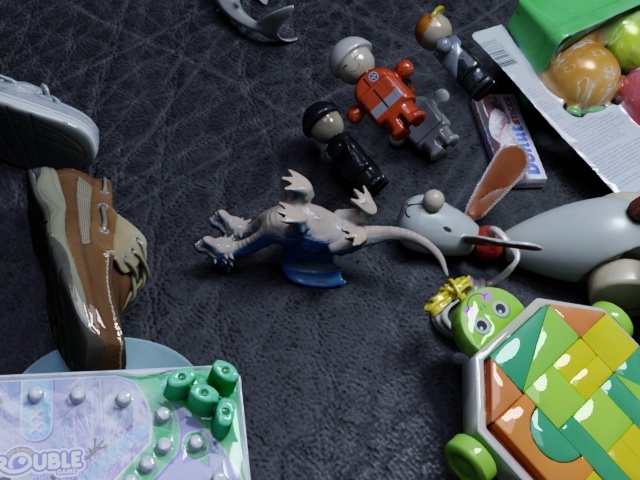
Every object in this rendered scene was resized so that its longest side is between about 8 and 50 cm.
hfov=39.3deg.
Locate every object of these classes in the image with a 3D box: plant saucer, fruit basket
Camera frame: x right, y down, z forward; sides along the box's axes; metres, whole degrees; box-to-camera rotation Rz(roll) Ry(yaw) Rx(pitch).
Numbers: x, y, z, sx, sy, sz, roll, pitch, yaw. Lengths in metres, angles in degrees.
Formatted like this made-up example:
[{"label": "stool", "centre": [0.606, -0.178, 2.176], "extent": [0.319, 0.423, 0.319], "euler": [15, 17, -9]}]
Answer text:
[{"label": "plant saucer", "centre": [-0.217, 0.172, 0.924], "extent": [0.195, 0.037, 0.195], "euler": [4, 31, -2]}, {"label": "fruit basket", "centre": [0.439, -0.223, 1.309], "extent": [0.327, 0.165, 0.353], "euler": [-28, 73, -26]}]

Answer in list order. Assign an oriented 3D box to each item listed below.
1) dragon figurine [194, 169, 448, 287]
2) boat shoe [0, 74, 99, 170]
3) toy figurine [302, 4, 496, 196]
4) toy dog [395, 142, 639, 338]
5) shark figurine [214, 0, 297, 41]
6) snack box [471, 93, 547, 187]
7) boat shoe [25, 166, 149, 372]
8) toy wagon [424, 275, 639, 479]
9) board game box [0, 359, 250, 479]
[{"label": "dragon figurine", "centre": [0.000, 0.000, 1.076], "extent": [0.289, 0.144, 0.085], "euler": [12, 58, -12]}, {"label": "boat shoe", "centre": [-0.427, -0.180, 1.178], "extent": [0.321, 0.118, 0.103], "euler": [15, 54, 16]}, {"label": "toy figurine", "centre": [0.097, -0.184, 1.169], "extent": [0.210, 0.213, 0.148], "euler": [-30, 72, -27]}, {"label": "toy dog", "centre": [0.274, -0.020, 1.080], "extent": [0.334, 0.161, 0.220], "euler": [-7, 50, -12]}, {"label": "shark figurine", "centre": [-0.133, -0.416, 1.414], "extent": [0.166, 0.116, 0.278], "euler": [-6, 49, -10]}, {"label": "snack box", "centre": [0.266, -0.144, 1.278], "extent": [0.064, 0.022, 0.178], "euler": [-1, 49, -9]}, {"label": "boat shoe", "centre": [-0.252, 0.016, 1.008], "extent": [0.120, 0.122, 0.324], "euler": [-6, 41, -23]}, {"label": "toy wagon", "centre": [0.248, 0.168, 0.937], "extent": [0.267, 0.068, 0.344], "euler": [-35, 78, -29]}, {"label": "board game box", "centre": [-0.240, 0.288, 0.746], "extent": [0.390, 0.050, 0.390], "euler": [-1, 61, -15]}]
